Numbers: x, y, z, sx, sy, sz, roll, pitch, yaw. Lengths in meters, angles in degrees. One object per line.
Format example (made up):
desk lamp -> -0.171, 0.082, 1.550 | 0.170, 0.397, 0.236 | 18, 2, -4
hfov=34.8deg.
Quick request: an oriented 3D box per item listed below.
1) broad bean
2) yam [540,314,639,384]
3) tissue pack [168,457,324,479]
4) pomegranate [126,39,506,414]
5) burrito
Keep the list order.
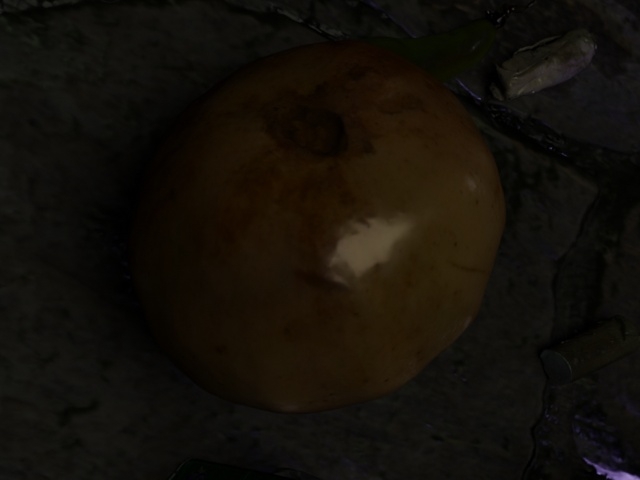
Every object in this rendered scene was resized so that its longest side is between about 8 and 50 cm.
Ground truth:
broad bean -> 0.104, -0.198, 1.120 | 0.325, 0.067, 0.075 | -26, 131, -31
yam -> 0.331, 0.132, 1.239 | 0.132, 0.054, 0.054 | -19, 97, -28
tissue pack -> -0.043, 0.269, 0.924 | 0.148, 0.209, 0.156 | 50, 63, -18
pomegranate -> 0.000, 0.000, 0.918 | 0.338, 0.338, 0.338 | 2, 87, -30
burrito -> 0.274, -0.215, 1.227 | 0.188, 0.045, 0.058 | -24, 125, -31
